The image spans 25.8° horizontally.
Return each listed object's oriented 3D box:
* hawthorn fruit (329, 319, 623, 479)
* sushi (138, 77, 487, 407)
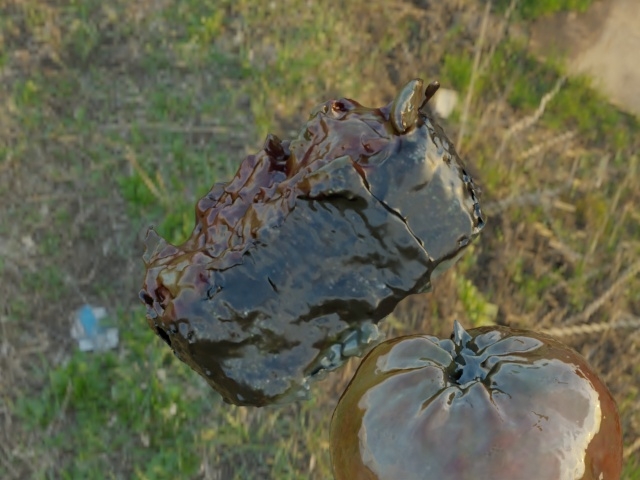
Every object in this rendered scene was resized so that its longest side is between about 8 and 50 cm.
[{"bbox_3d":[0.090,0.128,0.709,0.149,0.189,0.149,-27,16,8],"label":"hawthorn fruit"},{"bbox_3d":[0.000,0.000,1.258,0.343,0.182,0.196,-42,27,4],"label":"sushi"}]
